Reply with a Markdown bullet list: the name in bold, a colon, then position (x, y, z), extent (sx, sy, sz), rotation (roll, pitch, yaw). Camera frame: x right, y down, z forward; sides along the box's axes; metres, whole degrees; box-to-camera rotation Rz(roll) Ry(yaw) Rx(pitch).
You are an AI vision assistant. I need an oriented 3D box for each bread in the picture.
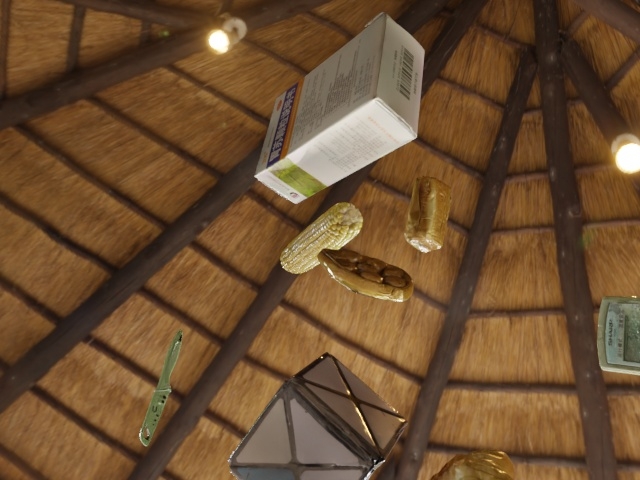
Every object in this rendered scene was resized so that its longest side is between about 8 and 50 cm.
- **bread**: position (0.193, -0.048, 1.045), extent (0.074, 0.132, 0.053), rotation (22, -18, -39)
- **bread**: position (0.047, 0.034, 0.612), extent (0.109, 0.110, 0.025), rotation (20, -79, 11)

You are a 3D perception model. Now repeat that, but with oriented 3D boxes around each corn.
- **corn**: position (0.000, 0.000, 1.252), extent (0.081, 0.081, 0.248), rotation (45, -42, -5)

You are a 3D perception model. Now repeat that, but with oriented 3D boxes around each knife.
- **knife**: position (-0.382, 0.353, 1.431), extent (0.019, 0.293, 0.043), rotation (-20, -46, 39)

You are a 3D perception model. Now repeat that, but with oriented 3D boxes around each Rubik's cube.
- **Rubik's cube**: position (0.003, 0.518, 1.493), extent (0.310, 0.305, 0.307), rotation (37, -76, 14)

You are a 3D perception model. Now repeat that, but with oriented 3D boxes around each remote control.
- **remote control**: position (0.437, 0.115, 0.674), extent (0.233, 0.038, 0.098), rotation (-5, -104, 55)

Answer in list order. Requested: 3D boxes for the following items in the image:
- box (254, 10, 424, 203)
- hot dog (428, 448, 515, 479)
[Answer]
- **box**: position (0.031, -0.215, 1.004), extent (0.106, 0.200, 0.299), rotation (31, -38, -29)
- **hot dog**: position (0.260, 0.596, 1.168), extent (0.196, 0.367, 0.366), rotation (29, -61, 8)
